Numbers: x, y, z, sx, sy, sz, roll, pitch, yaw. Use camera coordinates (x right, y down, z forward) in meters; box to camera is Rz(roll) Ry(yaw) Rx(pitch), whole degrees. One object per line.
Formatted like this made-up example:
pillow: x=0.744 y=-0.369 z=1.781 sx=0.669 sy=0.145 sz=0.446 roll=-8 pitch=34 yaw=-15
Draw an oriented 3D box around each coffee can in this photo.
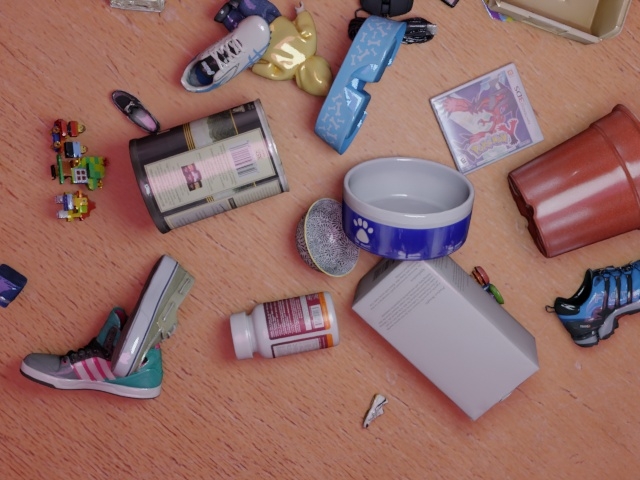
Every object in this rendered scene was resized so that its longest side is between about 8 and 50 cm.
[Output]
coffee can: x=-0.223 y=-0.150 z=1.688 sx=0.275 sy=0.201 sz=0.202 roll=-18 pitch=97 yaw=-2

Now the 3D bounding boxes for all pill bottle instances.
pill bottle: x=-0.077 y=0.186 z=1.776 sx=0.221 sy=0.121 sz=0.121 roll=-10 pitch=97 yaw=-3

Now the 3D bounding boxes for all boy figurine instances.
boy figurine: x=-0.076 y=-0.410 z=1.724 sx=0.285 sy=0.092 sz=0.177 roll=37 pitch=96 yaw=-8

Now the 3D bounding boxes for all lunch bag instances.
lunch bag: x=-0.664 y=0.099 z=1.737 sx=0.067 sy=0.098 sz=0.065 roll=36 pitch=95 yaw=-12

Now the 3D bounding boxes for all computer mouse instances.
computer mouse: x=0.151 y=-0.545 z=1.715 sx=0.188 sy=0.072 sz=0.272 roll=2 pitch=101 yaw=6

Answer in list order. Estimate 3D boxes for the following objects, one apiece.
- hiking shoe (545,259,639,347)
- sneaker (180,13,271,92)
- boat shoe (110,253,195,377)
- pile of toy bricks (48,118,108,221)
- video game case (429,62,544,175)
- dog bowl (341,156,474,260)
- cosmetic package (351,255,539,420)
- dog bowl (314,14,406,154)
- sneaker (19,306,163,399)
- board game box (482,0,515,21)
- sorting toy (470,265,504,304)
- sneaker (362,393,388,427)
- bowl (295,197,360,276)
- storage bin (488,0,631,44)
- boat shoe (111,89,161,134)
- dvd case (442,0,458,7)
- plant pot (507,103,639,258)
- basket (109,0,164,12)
hiking shoe: x=0.651 y=0.099 z=1.821 sx=0.304 sy=0.113 sz=0.132 roll=-42 pitch=98 yaw=1
sneaker: x=-0.190 y=-0.367 z=1.671 sx=0.237 sy=0.086 sz=0.085 roll=-30 pitch=103 yaw=36
boat shoe: x=-0.333 y=0.155 z=1.691 sx=0.094 sy=0.302 sz=0.109 roll=30 pitch=137 yaw=-14
pile of toy bricks: x=-0.493 y=-0.151 z=1.729 sx=0.105 sy=0.118 sz=0.212 roll=-5 pitch=88 yaw=-36
video game case: x=0.361 y=-0.262 z=1.806 sx=0.201 sy=0.023 sz=0.183 roll=-24 pitch=97 yaw=-1
dog bowl: x=0.175 y=-0.069 z=1.687 sx=0.264 sy=0.265 sz=0.104 roll=0 pitch=120 yaw=-4
cosmetic package: x=0.265 y=0.177 z=1.758 sx=0.365 sy=0.155 sz=0.197 roll=44 pitch=112 yaw=-9
dog bowl: x=0.077 y=-0.324 z=1.703 sx=0.074 sy=0.166 sz=0.297 roll=29 pitch=105 yaw=6
sneaker: x=-0.470 y=0.225 z=1.749 sx=0.295 sy=0.124 sz=0.179 roll=10 pitch=101 yaw=-13
board game box: x=0.401 y=-0.554 z=1.771 sx=0.133 sy=0.033 sz=0.169 roll=-30 pitch=97 yaw=0
sorting toy: x=0.359 y=0.106 z=1.829 sx=0.042 sy=0.061 sz=0.102 roll=-32 pitch=75 yaw=1
sneaker: x=0.123 y=0.385 z=1.857 sx=0.037 sy=0.032 sz=0.083 roll=25 pitch=95 yaw=-6
bowl: x=0.000 y=0.000 z=1.768 sx=0.080 sy=0.170 sz=0.170 roll=-14 pitch=100 yaw=43
storage bin: x=0.508 y=-0.569 z=1.707 sx=0.262 sy=0.123 sz=0.260 roll=16 pitch=93 yaw=-14
boat shoe: x=-0.389 y=-0.270 z=1.745 sx=0.046 sy=0.038 sz=0.125 roll=-45 pitch=97 yaw=2
dvd case: x=0.283 y=-0.645 z=1.750 sx=0.180 sy=0.022 sz=0.253 roll=36 pitch=93 yaw=-1
plant pot: x=0.551 y=-0.104 z=1.732 sx=0.265 sy=0.272 sz=0.272 roll=-24 pitch=98 yaw=8
basket: x=-0.372 y=-0.557 z=1.681 sx=0.113 sy=0.103 sz=0.167 roll=4 pitch=95 yaw=-5
